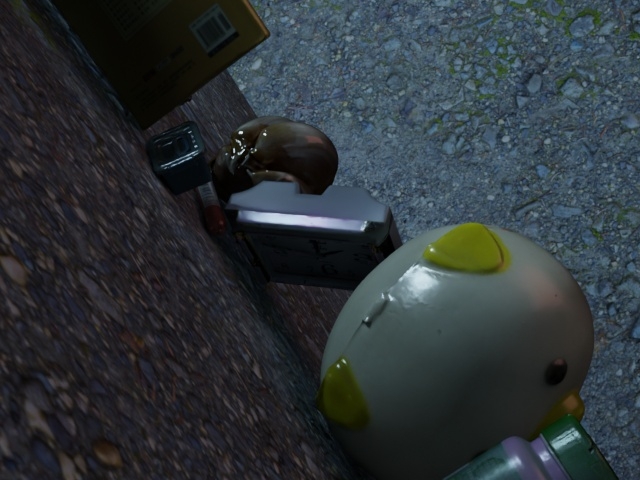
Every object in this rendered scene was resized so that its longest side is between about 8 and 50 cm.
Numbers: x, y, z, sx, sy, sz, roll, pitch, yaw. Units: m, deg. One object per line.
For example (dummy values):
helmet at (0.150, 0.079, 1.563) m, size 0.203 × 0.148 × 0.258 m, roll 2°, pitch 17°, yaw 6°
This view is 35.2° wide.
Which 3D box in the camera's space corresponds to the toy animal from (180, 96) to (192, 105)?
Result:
toy animal at (-0.294, -0.327, 1.737) m, size 0.219 × 0.069 × 0.086 m, roll 63°, pitch -15°, yaw 13°

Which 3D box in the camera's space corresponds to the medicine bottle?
medicine bottle at (0.186, 0.302, 1.086) m, size 0.133 × 0.274 × 0.133 m, roll 56°, pitch 6°, yaw -9°

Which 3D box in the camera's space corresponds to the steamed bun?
steamed bun at (0.177, 0.158, 1.324) m, size 0.334 × 0.374 × 0.334 m, roll 36°, pitch 3°, yaw -3°

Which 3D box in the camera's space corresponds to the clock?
clock at (0.000, 0.000, 1.451) m, size 0.186 × 0.253 × 0.083 m, roll 66°, pitch 35°, yaw -53°

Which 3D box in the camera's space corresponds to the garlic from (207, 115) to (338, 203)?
garlic at (-0.077, -0.117, 1.577) m, size 0.214 × 0.160 × 0.191 m, roll 26°, pitch -14°, yaw 50°

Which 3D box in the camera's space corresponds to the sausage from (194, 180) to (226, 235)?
sausage at (-0.165, -0.064, 1.467) m, size 0.029 × 0.029 × 0.223 m, roll 53°, pitch 6°, yaw -32°

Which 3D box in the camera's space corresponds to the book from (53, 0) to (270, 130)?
book at (-0.261, -0.362, 1.317) m, size 0.388 × 0.269 × 0.032 m, roll 57°, pitch 37°, yaw -8°

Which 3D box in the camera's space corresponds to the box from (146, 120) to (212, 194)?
box at (-0.185, -0.109, 1.353) m, size 0.099 × 0.074 × 0.054 m, roll -116°, pitch -179°, yaw -53°
